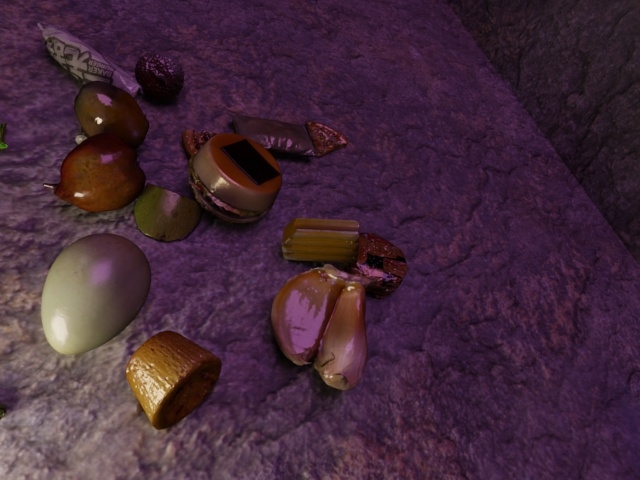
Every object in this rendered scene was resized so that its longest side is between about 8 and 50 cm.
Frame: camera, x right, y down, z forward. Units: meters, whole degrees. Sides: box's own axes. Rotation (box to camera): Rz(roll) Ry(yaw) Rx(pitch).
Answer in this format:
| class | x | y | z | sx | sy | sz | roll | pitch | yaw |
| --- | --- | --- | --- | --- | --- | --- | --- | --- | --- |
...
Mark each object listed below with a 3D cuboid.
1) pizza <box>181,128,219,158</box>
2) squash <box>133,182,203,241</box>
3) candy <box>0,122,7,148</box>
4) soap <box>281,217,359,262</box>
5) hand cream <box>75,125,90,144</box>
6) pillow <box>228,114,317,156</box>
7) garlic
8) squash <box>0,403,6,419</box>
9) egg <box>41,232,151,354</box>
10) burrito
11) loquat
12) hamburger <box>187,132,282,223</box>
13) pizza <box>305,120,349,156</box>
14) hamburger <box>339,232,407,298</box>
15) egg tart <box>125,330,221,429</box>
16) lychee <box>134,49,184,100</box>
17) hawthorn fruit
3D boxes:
| class | x | y | z | sx | sy | sz | roll | pitch | yaw |
| --- | --- | --- | --- | --- | --- | --- | --- | --- | --- |
| pizza | -0.352 | -0.312 | 1.663 | 0.193 | 0.069 | 0.154 | -16 | 64 | -35 |
| squash | -0.440 | -0.093 | 1.445 | 0.191 | 0.085 | 0.184 | 19 | 49 | -10 |
| candy | -0.960 | -0.288 | 1.373 | 0.178 | 0.032 | 0.102 | -6 | 55 | -28 |
| soap | 0.000 | 0.000 | 1.502 | 0.231 | 0.140 | 0.073 | 3 | 48 | 6 |
| hand cream | -0.713 | -0.342 | 1.537 | 0.061 | 0.039 | 0.143 | 10 | 43 | -12 |
| pillow | -0.171 | -0.372 | 1.792 | 0.302 | 0.075 | 0.185 | 2 | 46 | -28 |
| garlic | 0.021 | 0.230 | 1.347 | 0.285 | 0.249 | 0.314 | 25 | 67 | -29 |
| squash | -0.791 | 0.329 | 0.965 | 0.318 | 0.080 | 0.071 | 0 | 18 | -28 |
| egg | -0.521 | 0.122 | 1.158 | 0.218 | 0.218 | 0.296 | 23 | 62 | -9 |
| burrito | -0.749 | -0.560 | 1.615 | 0.445 | 0.139 | 0.101 | 37 | 52 | 9 |
| loquat | -0.616 | -0.364 | 1.479 | 0.227 | 0.179 | 0.180 | 47 | 26 | -52 |
| hamburger | -0.264 | -0.187 | 1.536 | 0.300 | 0.176 | 0.300 | 23 | 40 | -21 |
| pizza | 0.006 | -0.388 | 1.919 | 0.184 | 0.036 | 0.176 | 32 | 48 | 0 |
| hamburger | 0.171 | 0.071 | 1.612 | 0.230 | 0.107 | 0.231 | 8 | 55 | -12 |
| egg tart | -0.342 | 0.307 | 1.135 | 0.147 | 0.203 | 0.202 | 34 | 46 | 19 |
| lychee | -0.541 | -0.555 | 1.690 | 0.165 | 0.165 | 0.197 | 8 | 19 | -20 |
| hawthorn fruit | -0.612 | -0.172 | 1.356 | 0.248 | 0.208 | 0.208 | -25 | 69 | -23 |
